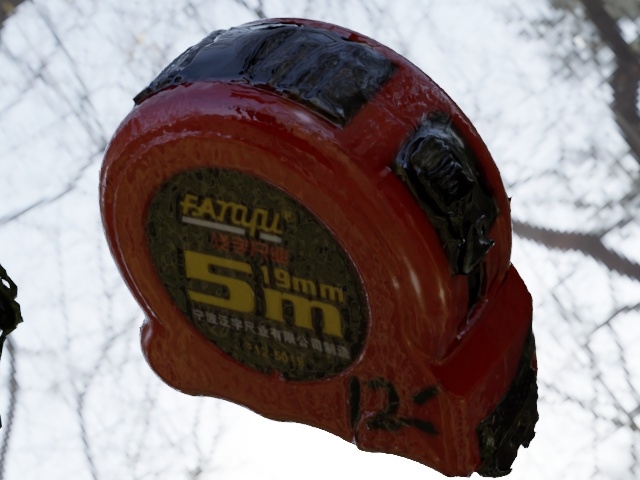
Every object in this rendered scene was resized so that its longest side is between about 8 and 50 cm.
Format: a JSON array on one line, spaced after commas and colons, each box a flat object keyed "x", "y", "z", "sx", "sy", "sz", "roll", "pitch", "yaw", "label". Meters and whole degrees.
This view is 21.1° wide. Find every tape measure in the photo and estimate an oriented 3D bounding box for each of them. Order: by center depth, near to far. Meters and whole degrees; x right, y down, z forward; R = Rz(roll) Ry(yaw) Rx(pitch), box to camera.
[{"x": 0.000, "y": 0.000, "z": 0.974, "sx": 0.114, "sy": 0.253, "sz": 0.260, "roll": -48, "pitch": -40, "yaw": -42, "label": "tape measure"}]

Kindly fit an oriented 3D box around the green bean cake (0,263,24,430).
[{"x": -0.259, "y": 0.028, "z": 0.601, "sx": 0.255, "sy": 0.132, "sz": 0.241, "roll": -1, "pitch": -20, "yaw": 17, "label": "green bean cake"}]
